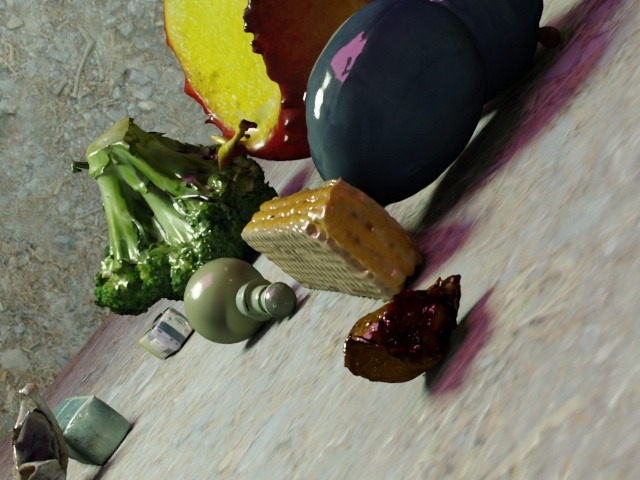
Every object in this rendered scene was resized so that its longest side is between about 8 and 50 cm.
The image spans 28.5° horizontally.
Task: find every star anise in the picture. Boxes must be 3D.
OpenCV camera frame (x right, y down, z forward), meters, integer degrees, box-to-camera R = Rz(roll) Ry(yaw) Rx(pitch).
[{"bbox_3d":[-0.356,0.294,1.572,0.230,0.081,0.262,-120,42,-67],"label":"star anise"}]

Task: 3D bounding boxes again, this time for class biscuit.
[{"bbox_3d":[0.000,0.000,1.084,0.054,0.094,0.378,-52,9,-7],"label":"biscuit"}]

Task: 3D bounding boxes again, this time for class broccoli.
[{"bbox_3d":[-0.228,-0.045,1.839,0.304,0.283,0.321,-37,25,4],"label":"broccoli"}]

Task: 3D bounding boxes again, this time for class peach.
[{"bbox_3d":[-0.027,-0.291,1.673,0.310,0.335,0.406,-22,-21,-23],"label":"peach"}]

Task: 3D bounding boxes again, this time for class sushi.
[{"bbox_3d":[0.052,0.052,0.732,0.099,0.050,0.047,-41,-6,-45],"label":"sushi"}]

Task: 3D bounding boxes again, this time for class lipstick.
[{"bbox_3d":[-0.330,0.262,1.746,0.077,0.076,0.289,-52,8,-18],"label":"lipstick"}]

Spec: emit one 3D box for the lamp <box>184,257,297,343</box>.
[{"bbox_3d":[-0.075,0.062,1.287,0.163,0.091,0.091,-2,47,57],"label":"lamp"}]

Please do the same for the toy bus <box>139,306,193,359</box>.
[{"bbox_3d":[-0.221,0.134,1.804,0.058,0.052,0.102,-55,8,-22],"label":"toy bus"}]

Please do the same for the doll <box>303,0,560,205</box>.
[{"bbox_3d":[0.080,-0.141,1.044,0.258,0.154,0.228,-43,-28,-25],"label":"doll"}]
